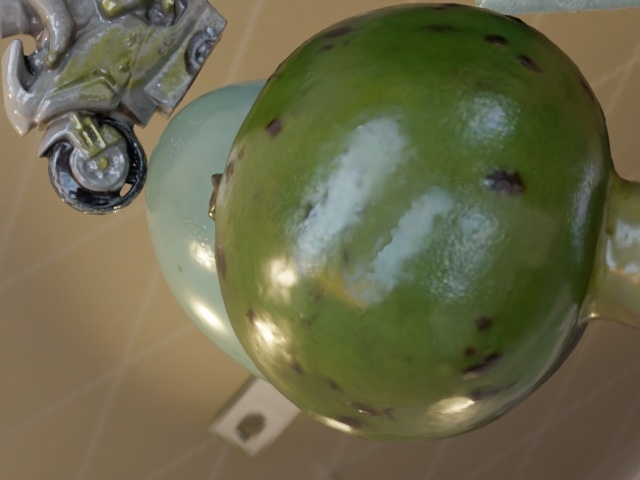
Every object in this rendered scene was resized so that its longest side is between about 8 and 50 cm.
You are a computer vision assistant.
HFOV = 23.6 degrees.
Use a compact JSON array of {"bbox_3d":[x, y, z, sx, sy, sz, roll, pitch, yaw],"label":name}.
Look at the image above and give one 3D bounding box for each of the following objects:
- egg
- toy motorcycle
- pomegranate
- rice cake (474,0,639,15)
[{"bbox_3d":[0.000,0.000,1.425,0.389,0.276,0.276,38,-178,28],"label":"egg"},{"bbox_3d":[-0.213,-0.208,1.504,0.223,0.340,0.108,29,169,-6],"label":"toy motorcycle"},{"bbox_3d":[0.069,-0.004,0.653,0.248,0.202,0.202,11,176,15],"label":"pomegranate"},{"bbox_3d":[0.224,-0.199,1.218,0.033,0.208,0.033,-59,-35,-61],"label":"rice cake"}]
